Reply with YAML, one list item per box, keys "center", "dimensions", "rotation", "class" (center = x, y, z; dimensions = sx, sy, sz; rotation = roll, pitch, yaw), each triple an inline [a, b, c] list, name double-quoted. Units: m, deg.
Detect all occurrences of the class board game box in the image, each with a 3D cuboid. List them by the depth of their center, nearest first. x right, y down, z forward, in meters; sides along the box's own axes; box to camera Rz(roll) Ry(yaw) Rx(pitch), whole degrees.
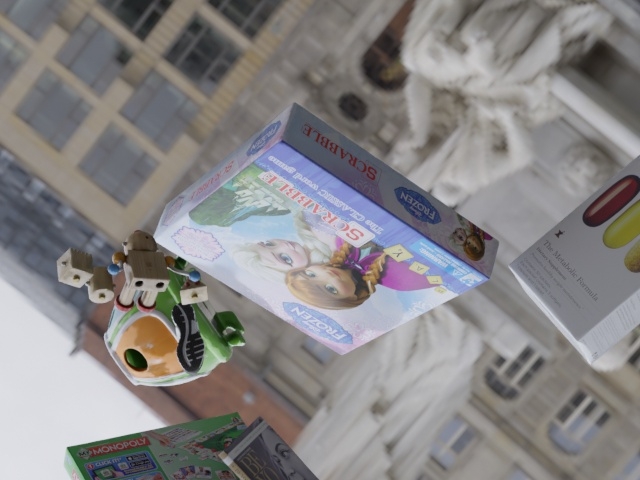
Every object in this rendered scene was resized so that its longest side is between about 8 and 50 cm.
- center: [0.000, 0.000, 1.684]
  dimensions: [0.319, 0.318, 0.066]
  rotation: [32, -127, -19]
  class: "board game box"
- center: [-0.227, 0.388, 2.171]
  dimensions: [0.317, 0.046, 0.213]
  rotation: [-7, -142, -32]
  class: "board game box"

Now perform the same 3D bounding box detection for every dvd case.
- center: [-0.052, 0.387, 2.125]
  dimensions: [0.221, 0.018, 0.164]
  rotation: [46, -159, 4]
  class: "dvd case"

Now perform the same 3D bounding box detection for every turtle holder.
- center: [-0.304, 0.150, 2.616]
  dimensions: [0.243, 0.227, 0.320]
  rotation: [56, 180, -39]
  class: "turtle holder"

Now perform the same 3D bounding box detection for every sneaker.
- center: [-0.177, 0.138, 1.840]
  dimensions: [0.043, 0.040, 0.109]
  rotation: [79, 180, -55]
  class: "sneaker"

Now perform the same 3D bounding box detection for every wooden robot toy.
- center: [-0.204, 0.026, 1.455]
  dimensions: [0.173, 0.076, 0.079]
  rotation: [6, -130, -27]
  class: "wooden robot toy"

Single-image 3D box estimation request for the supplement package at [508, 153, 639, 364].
- center: [0.382, 0.017, 1.696]
  dimensions: [0.139, 0.244, 0.134]
  rotation: [50, -177, 25]
  class: "supplement package"
